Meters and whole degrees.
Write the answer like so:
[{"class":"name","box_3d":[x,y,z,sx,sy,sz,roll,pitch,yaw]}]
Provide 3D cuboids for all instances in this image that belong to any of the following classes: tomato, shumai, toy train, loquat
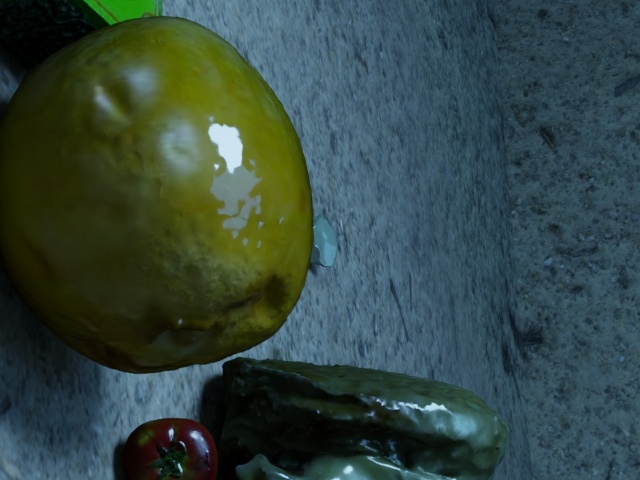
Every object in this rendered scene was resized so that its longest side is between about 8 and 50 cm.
[{"class":"tomato","box_3d":[-0.135,0.201,1.435,0.075,0.087,0.087,141,-61,-77]},{"class":"shumai","box_3d":[0.007,0.274,1.637,0.292,0.330,0.288,8,88,-34]},{"class":"toy train","box_3d":[-0.226,-0.253,1.394,0.243,0.132,0.188,39,45,-61]},{"class":"loquat","box_3d":[-0.130,-0.038,1.308,0.276,0.276,0.284,58,30,-49]}]

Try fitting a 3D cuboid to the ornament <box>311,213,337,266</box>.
[{"class":"ornament","box_3d":[-0.001,0.002,2.101,0.092,0.041,0.068,23,59,-71]}]
